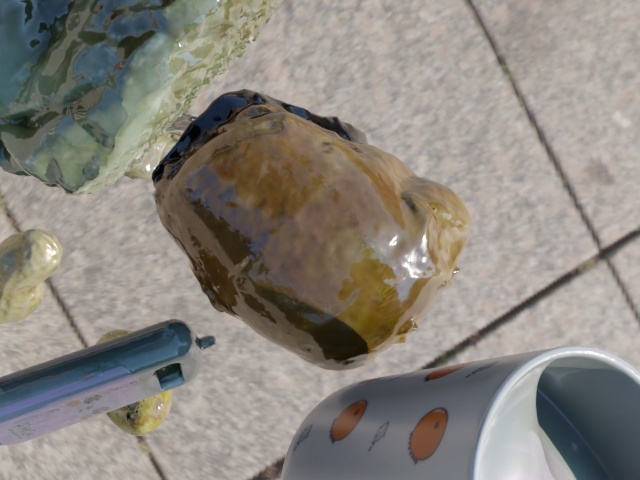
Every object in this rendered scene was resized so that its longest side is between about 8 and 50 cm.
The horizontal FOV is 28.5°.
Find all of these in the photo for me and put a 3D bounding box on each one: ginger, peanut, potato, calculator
[{"bbox_3d":[-0.002,0.003,1.162,0.269,0.223,0.200,12,116,-49],"label":"ginger"},{"bbox_3d":[-0.386,0.045,1.614,0.082,0.187,0.082,19,42,-18],"label":"peanut"},{"bbox_3d":[-0.259,0.190,1.704,0.107,0.170,0.080,-42,136,13],"label":"potato"},{"bbox_3d":[-0.216,0.135,1.203,0.246,0.141,0.045,-19,74,-10],"label":"calculator"}]

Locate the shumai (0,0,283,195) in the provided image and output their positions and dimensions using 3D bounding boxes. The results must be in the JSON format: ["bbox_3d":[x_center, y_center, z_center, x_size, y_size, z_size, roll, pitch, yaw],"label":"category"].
[{"bbox_3d":[-0.137,-0.166,0.729,0.222,0.225,0.260,44,40,-1],"label":"shumai"}]

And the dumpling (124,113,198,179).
[{"bbox_3d":[-0.228,-0.136,1.722,0.166,0.332,0.086,16,103,4],"label":"dumpling"}]

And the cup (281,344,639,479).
[{"bbox_3d":[0.113,0.205,1.044,0.212,0.317,0.212,6,78,-30],"label":"cup"}]
